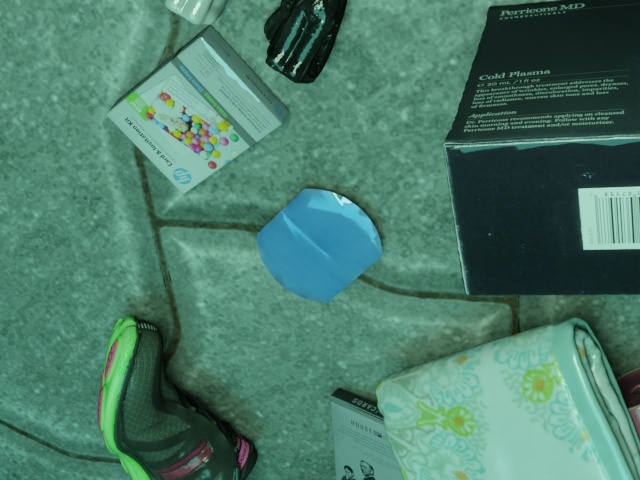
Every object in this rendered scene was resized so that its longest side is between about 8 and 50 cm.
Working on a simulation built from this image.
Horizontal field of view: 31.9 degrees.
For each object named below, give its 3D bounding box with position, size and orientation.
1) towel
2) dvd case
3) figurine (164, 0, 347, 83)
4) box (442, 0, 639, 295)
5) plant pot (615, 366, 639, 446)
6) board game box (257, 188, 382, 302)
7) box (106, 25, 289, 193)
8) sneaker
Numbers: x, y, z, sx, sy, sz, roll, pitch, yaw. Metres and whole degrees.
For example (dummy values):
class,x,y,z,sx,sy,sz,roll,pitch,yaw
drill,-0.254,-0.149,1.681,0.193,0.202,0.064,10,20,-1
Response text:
class,x,y,z,sx,sy,sz,roll,pitch,yaw
towel,0.255,0.312,1.408,0.320,0.090,0.374,-24,84,35
dvd case,0.099,0.341,1.649,0.179,0.029,0.238,20,132,29
figurine,-0.049,-0.315,1.226,0.215,0.092,0.209,30,121,-4
box,0.322,-0.105,1.106,0.343,0.312,0.179,-1,125,19
plant pot,0.444,0.261,1.425,0.201,0.201,0.180,-26,98,31
board game box,0.000,0.000,1.466,0.133,0.033,0.169,42,121,-8
box,-0.155,-0.159,1.394,0.186,0.038,0.145,-30,111,34
sneaker,-0.203,0.297,1.685,0.202,0.185,0.482,-11,126,3
